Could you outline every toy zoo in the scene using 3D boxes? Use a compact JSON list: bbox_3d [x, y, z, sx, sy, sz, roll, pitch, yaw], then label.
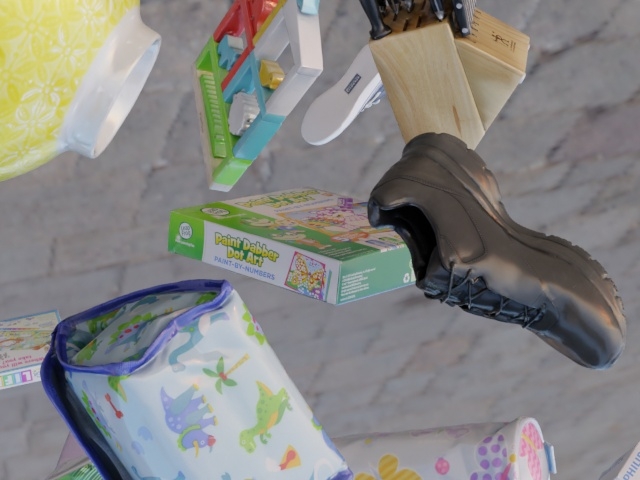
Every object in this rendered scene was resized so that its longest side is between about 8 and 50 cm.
[{"bbox_3d":[-0.070,-0.215,1.759,0.030,0.192,0.293,8,144,-28],"label":"toy zoo"}]

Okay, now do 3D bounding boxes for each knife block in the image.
[{"bbox_3d":[0.100,-0.214,1.697,0.242,0.088,0.275,26,127,-7],"label":"knife block"}]

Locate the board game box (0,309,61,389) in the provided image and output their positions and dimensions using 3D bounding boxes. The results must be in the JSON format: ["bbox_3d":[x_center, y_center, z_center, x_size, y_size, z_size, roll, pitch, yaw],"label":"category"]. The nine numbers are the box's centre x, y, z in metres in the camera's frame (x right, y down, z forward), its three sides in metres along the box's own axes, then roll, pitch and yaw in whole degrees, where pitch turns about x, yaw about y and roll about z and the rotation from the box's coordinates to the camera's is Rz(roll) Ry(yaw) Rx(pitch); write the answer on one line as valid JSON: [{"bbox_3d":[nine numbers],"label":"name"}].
[{"bbox_3d":[-0.396,0.142,1.896,0.154,0.103,0.026,-11,128,-14],"label":"board game box"}]

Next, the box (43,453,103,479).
[{"bbox_3d":[-0.109,0.326,1.467,0.232,0.322,0.058,-30,-176,36],"label":"box"}]

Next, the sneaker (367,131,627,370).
[{"bbox_3d":[0.159,0.031,1.417,0.130,0.286,0.109,-41,167,-39],"label":"sneaker"}]

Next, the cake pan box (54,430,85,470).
[{"bbox_3d":[-0.306,0.384,2.009,0.070,0.245,0.267,11,148,12],"label":"cake pan box"}]

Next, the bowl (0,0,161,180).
[{"bbox_3d":[-0.221,-0.152,1.198,0.156,0.289,0.289,29,151,-1],"label":"bowl"}]

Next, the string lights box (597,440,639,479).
[{"bbox_3d":[0.512,0.407,2.115,0.076,0.260,0.133,-50,172,-31],"label":"string lights box"}]

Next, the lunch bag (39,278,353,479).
[{"bbox_3d":[-0.078,0.094,0.790,0.096,0.128,0.151,-37,-164,-25],"label":"lunch bag"}]

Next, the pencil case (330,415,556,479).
[{"bbox_3d":[0.087,0.236,1.458,0.273,0.113,0.124,-9,173,23],"label":"pencil case"}]

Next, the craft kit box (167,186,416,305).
[{"bbox_3d":[0.000,0.000,1.711,0.247,0.061,0.250,13,-164,36],"label":"craft kit box"}]

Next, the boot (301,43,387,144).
[{"bbox_3d":[0.057,-0.212,2.262,0.190,0.069,0.086,-46,153,18],"label":"boot"}]
